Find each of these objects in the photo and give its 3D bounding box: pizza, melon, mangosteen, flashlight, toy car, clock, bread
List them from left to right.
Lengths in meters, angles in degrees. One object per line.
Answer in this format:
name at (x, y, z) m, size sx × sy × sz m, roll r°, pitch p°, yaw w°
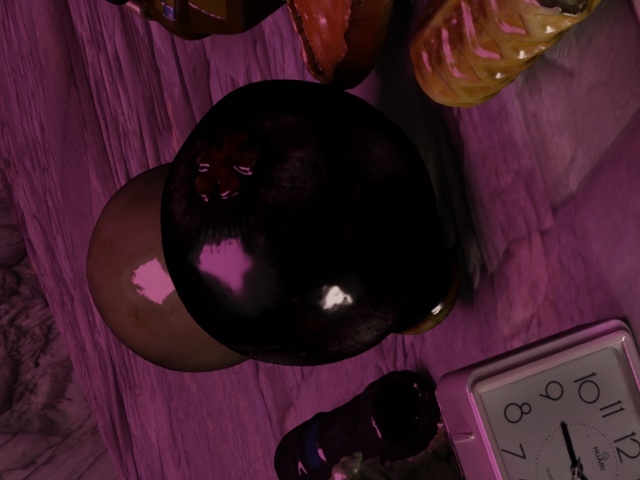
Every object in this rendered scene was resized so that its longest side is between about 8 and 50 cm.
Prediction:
melon at (-0.143, 0.030, 2.006) m, size 0.308 × 0.271 × 0.272 m, roll 117°, pitch 133°, yaw -77°
toy car at (-0.102, -0.308, 1.717) m, size 0.198 × 0.204 × 0.248 m, roll 34°, pitch 146°, yaw 27°
pizza at (0.000, -0.262, 1.571) m, size 0.288 × 0.074 × 0.251 m, roll -126°, pitch 25°, yaw -47°
mangosteen at (0.000, 0.000, 1.590) m, size 0.302 × 0.275 × 0.275 m, roll 34°, pitch -166°, yaw -44°
flashlight at (0.039, 0.219, 1.918) m, size 0.424 × 0.103 × 0.103 m, roll 133°, pitch 117°, yaw -68°
bread at (0.130, -0.168, 1.241) m, size 0.098 × 0.087 × 0.269 m, roll 67°, pitch 163°, yaw 6°
clock at (0.188, 0.172, 1.298) m, size 0.197 × 0.150 × 0.063 m, roll 71°, pitch 161°, yaw 3°

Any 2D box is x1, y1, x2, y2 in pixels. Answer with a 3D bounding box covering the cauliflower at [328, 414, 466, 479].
cauliflower at (0.147, 0.261, 1.512) m, size 0.315 × 0.239 × 0.256 m, roll -38°, pitch 82°, yaw 37°
